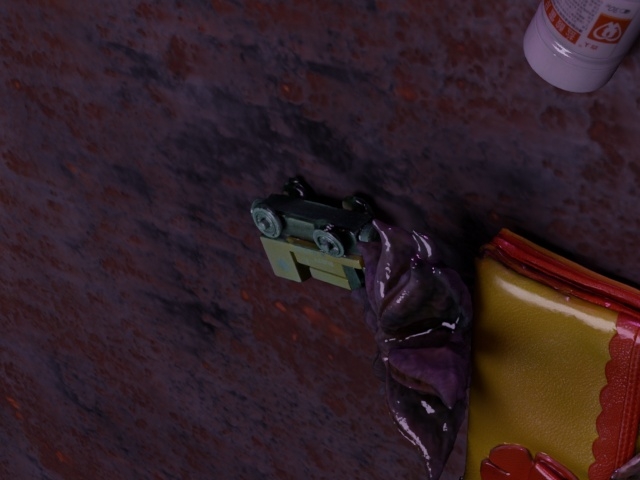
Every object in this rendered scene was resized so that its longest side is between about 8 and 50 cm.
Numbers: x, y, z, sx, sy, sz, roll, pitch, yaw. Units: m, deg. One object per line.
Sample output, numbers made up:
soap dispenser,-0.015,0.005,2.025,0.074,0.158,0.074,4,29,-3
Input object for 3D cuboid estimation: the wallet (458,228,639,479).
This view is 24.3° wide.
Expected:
wallet,0.163,0.117,1.014,0.141,0.067,0.241,26,139,30

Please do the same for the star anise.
star anise,0.068,0.074,1.005,0.180,0.061,0.204,-106,11,-45

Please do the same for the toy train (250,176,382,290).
toy train,0.000,0.000,1.108,0.122,0.050,0.081,16,138,40

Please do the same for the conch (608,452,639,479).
conch,0.245,0.196,0.937,0.155,0.130,0.207,24,124,12

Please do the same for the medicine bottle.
medicine bottle,0.149,-0.128,0.800,0.057,0.057,0.089,42,146,13
